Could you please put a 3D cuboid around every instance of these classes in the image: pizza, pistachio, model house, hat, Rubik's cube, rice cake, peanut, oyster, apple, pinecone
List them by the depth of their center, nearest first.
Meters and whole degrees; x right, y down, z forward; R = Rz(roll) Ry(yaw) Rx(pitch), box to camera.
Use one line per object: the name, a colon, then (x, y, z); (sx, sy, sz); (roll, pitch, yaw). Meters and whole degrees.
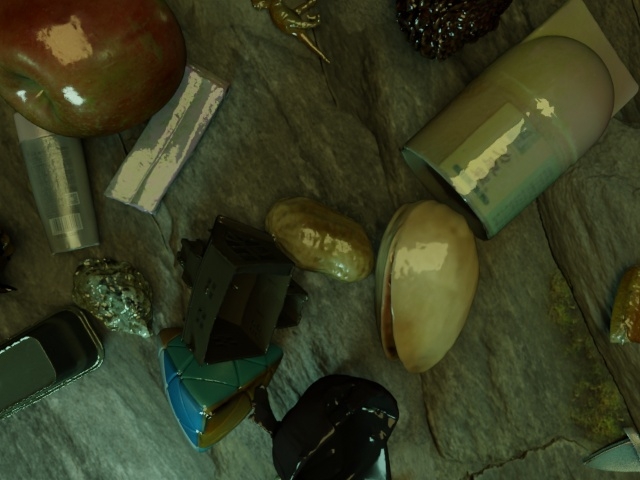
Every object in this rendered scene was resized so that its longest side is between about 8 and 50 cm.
apple: (-0.395, -0.315, 1.200); (0.319, 0.319, 0.277); (34, 72, -4)
pinecone: (0.224, -0.442, 1.297); (0.221, 0.221, 0.221); (0, 92, -3)
hat: (0.000, 0.368, 1.301); (0.238, 0.209, 0.336); (-17, 119, -33)
model house: (-0.163, 0.068, 1.304); (0.204, 0.243, 0.211); (2, 116, -41)
pistachio: (0.185, 0.084, 1.313); (0.214, 0.193, 0.318); (0, 102, -46)
Rubik's cube: (-0.192, 0.226, 1.336); (0.254, 0.254, 0.254); (0, 92, -3)
peanut: (0.000, 0.000, 1.339); (0.224, 0.129, 0.129); (22, 91, -1)
rice cake: (-0.282, -0.187, 1.353); (0.106, 0.050, 0.298); (31, 90, -3)
oyster: (-0.382, 0.104, 1.356); (0.177, 0.064, 0.125); (21, 95, -2)
pizza: (0.705, 0.150, 1.416); (0.297, 0.071, 0.189); (11, 79, -7)

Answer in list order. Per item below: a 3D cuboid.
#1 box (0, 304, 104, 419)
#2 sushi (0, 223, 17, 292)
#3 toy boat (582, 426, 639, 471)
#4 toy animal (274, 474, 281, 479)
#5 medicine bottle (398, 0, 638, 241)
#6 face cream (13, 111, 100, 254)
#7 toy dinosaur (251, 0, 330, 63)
box: (-0.538, 0.239, 1.287); (0.274, 0.178, 0.138); (-31, 93, 2)
sushi: (-0.655, 0.019, 1.270); (0.213, 0.200, 0.204); (-3, 93, 20)
toy boat: (0.586, 0.434, 1.445); (0.122, 0.034, 0.096); (-27, 94, 7)
toy animal: (0.007, 0.509, 1.380); (0.255, 0.090, 0.170); (34, 71, -13)
medicine bottle: (0.368, -0.217, 1.296); (0.406, 0.236, 0.236); (-43, 94, 1)
face cream: (-0.479, -0.114, 1.333); (0.107, 0.073, 0.269); (-14, 93, -11)
toy dinosaur: (-0.058, -0.402, 1.367); (0.126, 0.039, 0.162); (-10, 98, 7)
